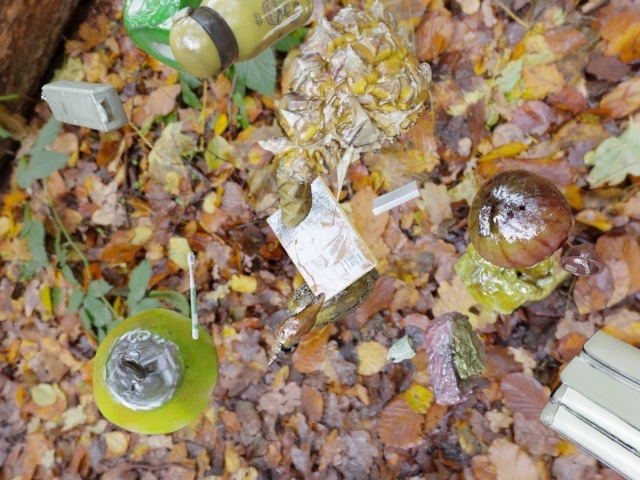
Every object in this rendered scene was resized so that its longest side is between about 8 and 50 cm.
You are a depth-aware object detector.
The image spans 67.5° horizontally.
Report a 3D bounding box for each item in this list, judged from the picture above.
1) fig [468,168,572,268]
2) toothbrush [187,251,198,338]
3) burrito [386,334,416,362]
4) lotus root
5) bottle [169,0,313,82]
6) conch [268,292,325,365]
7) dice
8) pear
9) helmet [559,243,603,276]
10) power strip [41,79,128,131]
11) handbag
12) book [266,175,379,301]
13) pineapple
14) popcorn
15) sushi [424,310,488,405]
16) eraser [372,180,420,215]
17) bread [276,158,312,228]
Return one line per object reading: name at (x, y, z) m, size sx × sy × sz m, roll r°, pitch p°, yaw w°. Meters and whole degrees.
fig at (0.456, -0.052, 1.115) m, size 0.235 × 0.214 × 0.235 m, roll -26°, pitch 36°, yaw 21°
toothbrush at (-0.373, 0.159, 1.408) m, size 0.024 × 0.018 × 0.257 m, roll -20°, pitch 71°, yaw 49°
burrito at (0.257, 0.356, 1.544) m, size 0.118 × 0.044 × 0.074 m, roll -40°, pitch 32°, yaw 34°
lotus root at (0.053, 0.203, 1.838) m, size 0.397 × 0.179 × 0.196 m, roll -28°, pitch 93°, yaw -11°
bottle at (-0.185, -0.501, 1.093) m, size 0.171 × 0.172 × 0.351 m, roll 20°, pitch 55°, yaw 42°
conch at (-0.070, 0.232, 1.283) m, size 0.233 × 0.080 × 0.086 m, roll -57°, pitch 20°, yaw -1°
dice at (-0.471, -0.779, 1.664) m, size 0.297 × 0.287 × 0.300 m, roll 13°, pitch 79°, yaw 34°
pear at (-0.511, 0.379, 1.423) m, size 0.398 × 0.165 × 0.399 m, roll 0°, pitch 70°, yaw 1°
helmet at (0.611, 0.038, 1.111) m, size 0.089 × 0.111 × 0.057 m, roll 25°, pitch 75°, yaw 9°
power strip at (-0.450, -0.259, 0.910) m, size 0.272 × 0.078 × 0.052 m, roll 18°, pitch 42°, yaw 40°
handbag at (0.646, 0.337, 0.893) m, size 0.358 × 0.236 × 0.160 m, roll 32°, pitch 132°, yaw 37°
book at (0.000, 0.000, 1.678) m, size 0.262 × 0.028 × 0.374 m, roll -38°, pitch 77°, yaw 21°
pineapple at (0.049, -0.211, 0.654) m, size 0.158 × 0.161 × 0.334 m, roll 33°, pitch 74°, yaw 32°
popcorn at (0.574, 0.097, 1.470) m, size 0.276 × 0.225 × 0.277 m, roll 13°, pitch 106°, yaw 51°
sushi at (0.310, 0.264, 1.134) m, size 0.107 × 0.241 × 0.161 m, roll -38°, pitch 84°, yaw 40°
eraser at (0.231, -0.132, 1.476) m, size 0.150 × 0.023 × 0.104 m, roll -23°, pitch 18°, yaw 17°
bread at (-0.063, -0.126, 1.173) m, size 0.087 × 0.232 × 0.128 m, roll 4°, pitch 56°, yaw 1°
